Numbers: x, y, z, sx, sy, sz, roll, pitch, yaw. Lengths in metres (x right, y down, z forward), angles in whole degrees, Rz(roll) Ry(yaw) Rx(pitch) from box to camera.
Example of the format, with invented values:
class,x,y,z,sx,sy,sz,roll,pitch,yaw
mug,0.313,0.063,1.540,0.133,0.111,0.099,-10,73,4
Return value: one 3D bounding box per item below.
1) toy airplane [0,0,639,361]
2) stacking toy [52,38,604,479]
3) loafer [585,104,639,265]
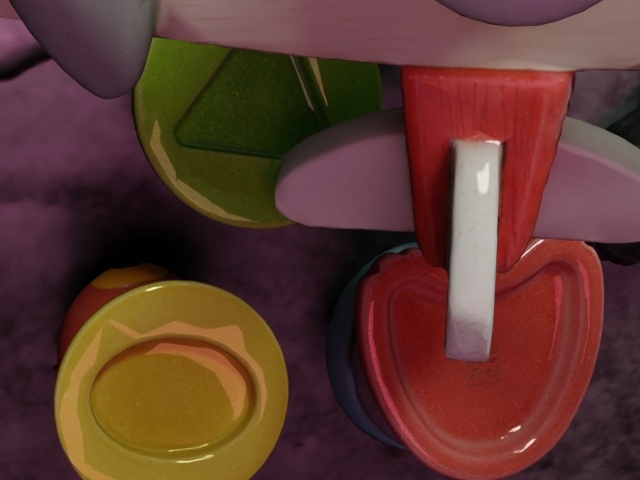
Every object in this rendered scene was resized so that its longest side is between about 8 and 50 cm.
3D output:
class,x,y,z,sx,sy,sz,roll,pitch,yaw
toy airplane,0.063,-0.119,0.440,0.386,0.272,0.384,-40,103,20
stacking toy,0.000,0.000,0.677,0.309,0.130,0.279,3,95,-21
loafer,0.237,-0.071,0.690,0.078,0.076,0.223,30,115,-35
